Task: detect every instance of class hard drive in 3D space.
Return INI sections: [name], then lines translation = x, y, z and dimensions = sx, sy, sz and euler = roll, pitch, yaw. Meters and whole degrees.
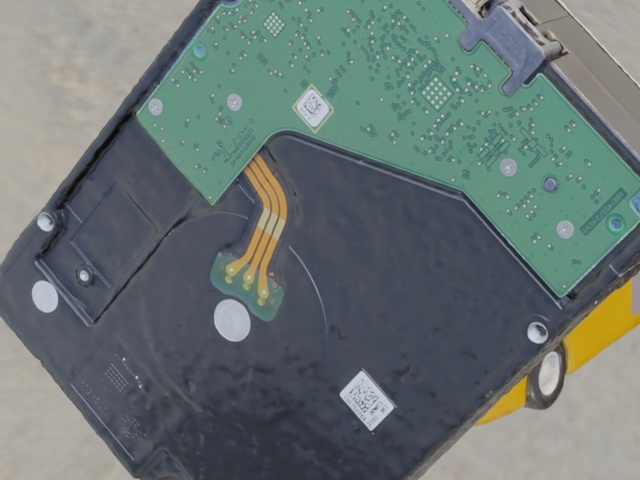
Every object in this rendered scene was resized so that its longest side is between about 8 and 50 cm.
[hard drive]
translation = 0.000, 0.000, 0.942
dimensions = 0.237, 0.064, 0.339
euler = 48, 124, 11

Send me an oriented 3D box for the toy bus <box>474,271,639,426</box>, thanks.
[toy bus]
translation = 0.141, 0.019, 1.297
dimensions = 0.108, 0.332, 0.130
euler = 12, 116, 36
